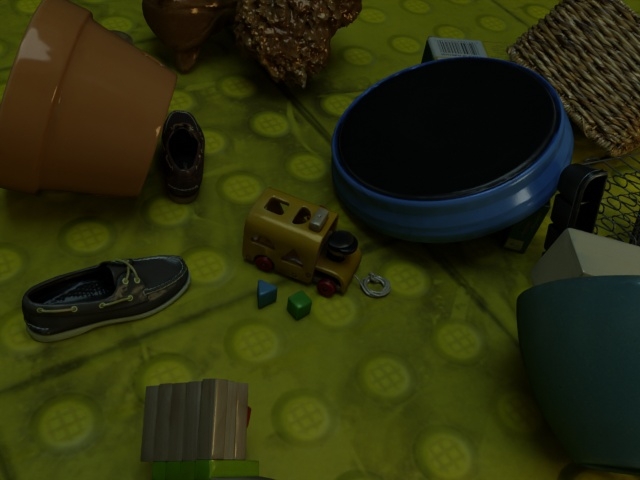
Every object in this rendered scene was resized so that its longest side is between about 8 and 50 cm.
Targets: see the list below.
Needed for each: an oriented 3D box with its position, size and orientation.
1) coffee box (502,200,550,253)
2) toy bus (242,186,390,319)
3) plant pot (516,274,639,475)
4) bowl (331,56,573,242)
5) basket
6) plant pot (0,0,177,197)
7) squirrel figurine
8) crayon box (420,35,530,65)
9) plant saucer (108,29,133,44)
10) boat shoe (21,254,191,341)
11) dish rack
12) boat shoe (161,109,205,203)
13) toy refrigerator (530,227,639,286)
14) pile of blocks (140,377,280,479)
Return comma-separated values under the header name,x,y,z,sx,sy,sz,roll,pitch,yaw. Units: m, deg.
name,x,y,z,sx,sy,sz,roll,pitch,yaw
coffee box,0.337,-0.080,1.185,0.040,0.113,0.184,16,45,1
toy bus,-0.013,-0.001,1.051,0.202,0.104,0.191,-13,51,-21
plant pot,0.377,0.176,0.863,0.290,0.290,0.195,10,72,-1
bowl,0.204,-0.164,1.169,0.391,0.077,0.391,-10,46,10
basket,0.532,-0.310,1.400,0.223,0.213,0.299,-43,74,6
plant pot,-0.339,-0.187,1.072,0.204,0.291,0.290,18,44,-15
squirrel figurine,-0.133,-0.466,1.370,0.370,0.281,0.397,-34,57,-27
crayon box,0.318,-0.265,1.379,0.202,0.081,0.318,3,46,-8
plant saucer,-0.407,-0.382,1.408,0.083,0.015,0.083,5,46,-5
boat shoe,-0.279,0.065,0.965,0.228,0.068,0.081,-21,54,-27
dish rack,0.466,-0.039,1.112,0.272,0.208,0.074,-11,35,-22
boat shoe,-0.223,-0.155,1.185,0.073,0.073,0.207,-4,46,-13
toy refrigerator,0.448,0.077,1.023,0.270,0.102,0.094,14,44,-15
pile of blocks,-0.087,0.311,0.760,0.113,0.149,0.362,25,36,-53
